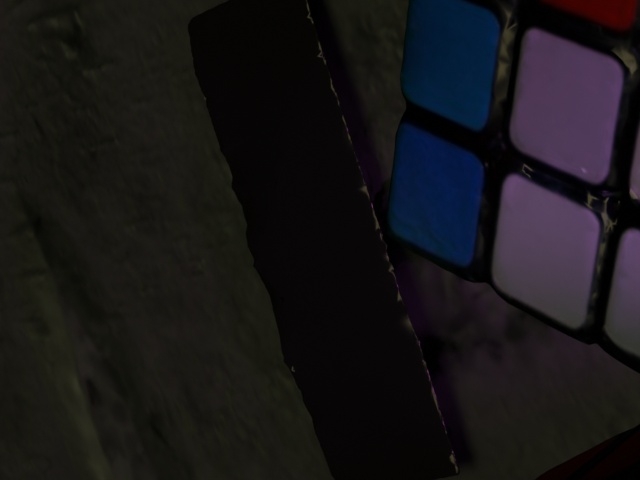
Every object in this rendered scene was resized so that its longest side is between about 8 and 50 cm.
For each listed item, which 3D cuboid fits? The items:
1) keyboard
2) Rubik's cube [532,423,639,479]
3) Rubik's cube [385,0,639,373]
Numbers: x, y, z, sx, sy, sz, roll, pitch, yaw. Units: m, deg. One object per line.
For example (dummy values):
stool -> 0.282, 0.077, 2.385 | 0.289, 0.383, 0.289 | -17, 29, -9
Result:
keyboard -> 0.001, 0.000, 0.728 | 0.074, 0.015, 0.196 | -18, 91, 45
Rubik's cube -> 0.058, 0.145, 0.403 | 0.162, 0.160, 0.163 | 56, 148, 3
Rubik's cube -> 0.125, -0.057, 0.465 | 0.151, 0.155, 0.154 | 27, 122, 39
